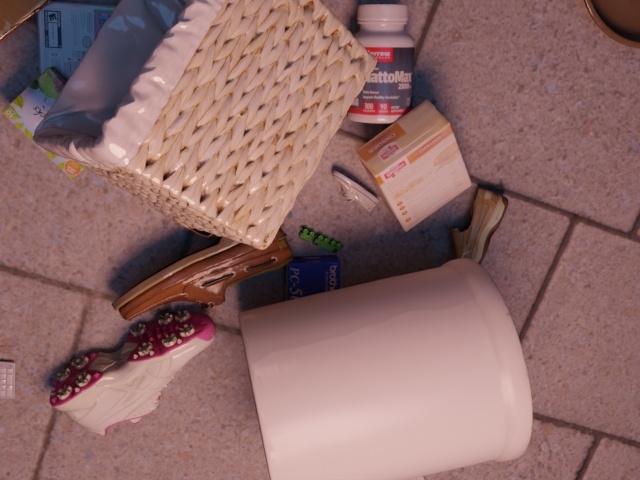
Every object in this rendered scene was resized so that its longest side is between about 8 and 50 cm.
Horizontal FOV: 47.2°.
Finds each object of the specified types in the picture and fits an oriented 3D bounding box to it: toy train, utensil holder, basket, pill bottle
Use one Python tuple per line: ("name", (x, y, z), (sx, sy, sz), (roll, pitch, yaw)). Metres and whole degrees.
("toy train", (0.000, 0.000, 1.286), (0.083, 0.017, 0.024), (24, 110, -16))
("utensil holder", (0.085, 0.225, 1.165), (0.385, 0.327, 0.328), (-12, 108, -7))
("basket", (-0.161, -0.191, 0.984), (0.266, 0.328, 0.331), (37, 78, -33))
("pill bottle", (0.096, -0.283, 1.173), (0.107, 0.108, 0.180), (-3, 106, -9))

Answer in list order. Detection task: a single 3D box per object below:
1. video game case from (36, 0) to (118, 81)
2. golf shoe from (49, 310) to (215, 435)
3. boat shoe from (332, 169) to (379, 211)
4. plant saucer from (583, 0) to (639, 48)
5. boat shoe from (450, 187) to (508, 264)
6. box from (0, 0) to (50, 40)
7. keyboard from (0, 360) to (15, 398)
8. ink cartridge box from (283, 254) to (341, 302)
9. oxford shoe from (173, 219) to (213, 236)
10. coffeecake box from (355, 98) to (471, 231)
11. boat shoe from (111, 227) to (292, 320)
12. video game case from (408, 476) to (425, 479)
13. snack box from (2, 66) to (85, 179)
("video game case", (-0.337, -0.259, 1.146), (0.193, 0.023, 0.213), (1, 105, -10))
("golf shoe", (-0.304, 0.228, 1.260), (0.306, 0.115, 0.140), (-26, 120, 5))
("boat shoe", (0.055, -0.083, 1.264), (0.100, 0.035, 0.035), (34, 95, -24))
("plant saucer", (0.560, -0.468, 1.239), (0.277, 0.041, 0.278), (-3, 106, -9))
("boat shoe", (0.263, -0.003, 1.315), (0.072, 0.068, 0.190), (24, 91, -4))
("box", (-0.482, -0.414, 1.063), (0.164, 0.021, 0.201), (-37, 102, 1))
("keyboard", (-0.651, 0.229, 1.237), (0.255, 0.014, 0.072), (6, 105, -12))
("ink cartridge box", (-0.017, 0.132, 1.306), (0.097, 0.046, 0.207), (-1, 106, -11))
("oxford shoe", (-0.247, -0.081, 1.178), (0.212, 0.076, 0.076), (33, 126, -15))
("coffeecake box", (0.157, -0.118, 1.204), (0.142, 0.068, 0.185), (-35, 145, 2))
("boat shoe", (-0.191, 0.065, 1.213), (0.307, 0.111, 0.104), (-29, 97, -1))
("video game case", (0.121, 0.474, 1.441), (0.157, 0.019, 0.143), (-26, 110, -6))
("snack box", (-0.396, -0.179, 1.124), (0.100, 0.037, 0.141), (-42, 108, 5))
